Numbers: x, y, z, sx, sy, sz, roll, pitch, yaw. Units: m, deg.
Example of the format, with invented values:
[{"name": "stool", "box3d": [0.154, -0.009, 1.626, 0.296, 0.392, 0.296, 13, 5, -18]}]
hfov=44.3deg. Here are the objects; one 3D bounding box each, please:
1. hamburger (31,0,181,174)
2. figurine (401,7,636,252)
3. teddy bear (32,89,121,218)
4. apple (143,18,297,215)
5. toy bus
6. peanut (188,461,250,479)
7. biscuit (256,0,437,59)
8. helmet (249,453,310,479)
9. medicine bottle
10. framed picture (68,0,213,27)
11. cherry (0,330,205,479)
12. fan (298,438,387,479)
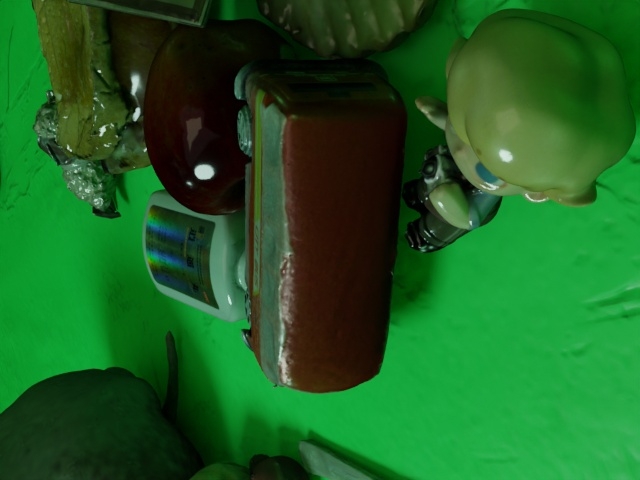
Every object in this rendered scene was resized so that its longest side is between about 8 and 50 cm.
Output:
[{"name": "hamburger", "box3d": [-0.208, -0.216, 0.825, 0.211, 0.132, 0.309, 15, 113, 49]}, {"name": "figurine", "box3d": [0.105, -0.062, 0.500, 0.196, 0.108, 0.114, 138, 142, -57]}, {"name": "teddy bear", "box3d": [-0.308, -0.125, 1.004, 0.133, 0.111, 0.213, 32, 124, 48]}, {"name": "apple", "box3d": [-0.088, -0.112, 0.699, 0.156, 0.147, 0.158, 122, 128, -70]}, {"name": "toy bus", "box3d": [0.000, 0.000, 0.610, 0.120, 0.121, 0.265, -125, 35, -61]}, {"name": "peanut", "box3d": [-0.075, 0.345, 0.842, 0.224, 0.129, 0.129, 48, 135, 32]}, {"name": "biscuit", "box3d": [0.037, -0.237, 0.582, 0.273, 0.036, 0.187, -46, 65, 48]}, {"name": "helmet", "box3d": [-0.038, 0.251, 0.820, 0.049, 0.065, 0.084, -40, 49, 26]}, {"name": "medicine bottle", "box3d": [-0.096, 0.016, 0.797, 0.229, 0.083, 0.121, 14, 109, 49]}, {"name": "framed picture", "box3d": [-0.131, -0.306, 0.682, 0.173, 0.010, 0.231, 20, 92, 29]}, {"name": "cherry", "box3d": [-0.311, 0.312, 0.995, 0.326, 0.334, 0.291, -112, 14, -51]}, {"name": "fan", "box3d": [0.041, 0.226, 0.743, 0.193, 0.016, 0.038, 4, 107, 53]}]
